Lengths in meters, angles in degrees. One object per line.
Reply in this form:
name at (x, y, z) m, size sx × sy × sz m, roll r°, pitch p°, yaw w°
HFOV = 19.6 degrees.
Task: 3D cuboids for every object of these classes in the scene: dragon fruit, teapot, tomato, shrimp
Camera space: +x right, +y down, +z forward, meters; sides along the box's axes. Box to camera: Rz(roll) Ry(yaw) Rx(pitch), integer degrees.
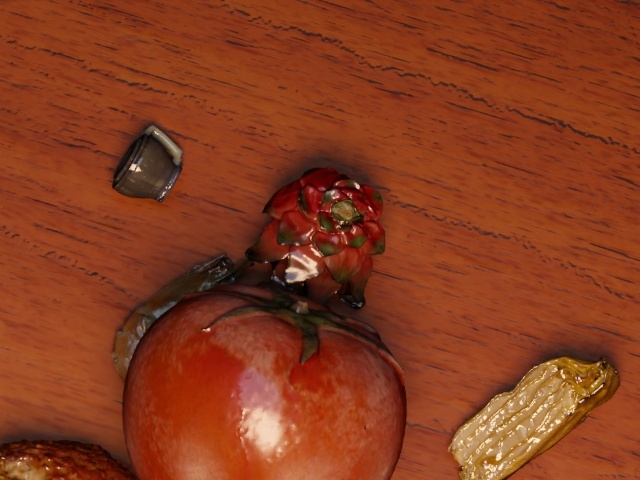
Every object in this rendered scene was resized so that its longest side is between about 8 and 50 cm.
dragon fruit at (0.003, 0.000, 1.836) m, size 0.130 × 0.121 × 0.142 m, roll 40°, pitch 98°, yaw 15°
teapot at (-0.171, -0.076, 1.880) m, size 0.057 × 0.066 × 0.088 m, roll 32°, pitch 48°, yaw -14°
tomato at (-0.053, 0.168, 1.705) m, size 0.265 × 0.265 × 0.265 m, roll 1°, pitch 72°, yaw -4°
shrimp at (-0.127, 0.082, 1.836) m, size 0.099 × 0.041 × 0.180 m, roll 42°, pitch 73°, yaw 8°

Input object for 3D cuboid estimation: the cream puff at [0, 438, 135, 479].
cream puff at (-0.255, 0.292, 1.695) m, size 0.240 × 0.164 × 0.240 m, roll -4°, pitch 72°, yaw 12°

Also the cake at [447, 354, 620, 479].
cake at (0.215, 0.169, 1.839) m, size 0.080 × 0.116 × 0.185 m, roll 46°, pitch 106°, yaw 15°
